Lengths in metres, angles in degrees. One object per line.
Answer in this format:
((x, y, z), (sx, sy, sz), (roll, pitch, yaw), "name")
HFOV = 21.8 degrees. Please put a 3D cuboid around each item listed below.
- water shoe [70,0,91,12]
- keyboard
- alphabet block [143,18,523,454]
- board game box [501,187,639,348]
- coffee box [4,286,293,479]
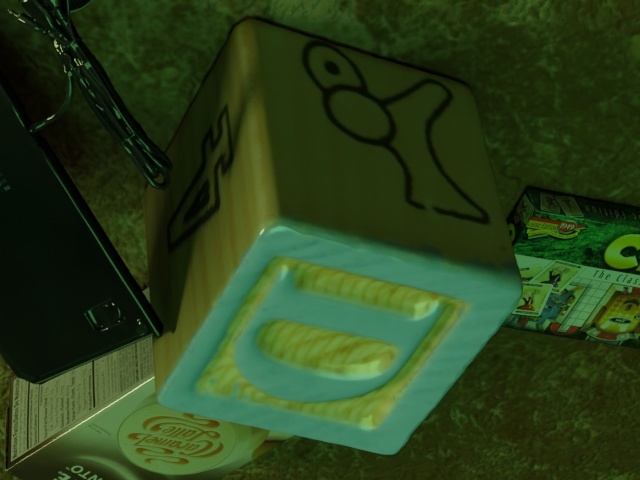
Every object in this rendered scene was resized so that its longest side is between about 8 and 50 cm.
((-0.130, -0.201, 0.975), (0.073, 0.080, 0.203), (15, 133, -22), "water shoe")
((-0.194, -0.065, 1.046), (0.201, 0.033, 0.317), (-23, 109, 26), "keyboard")
((0.000, 0.000, 1.127), (0.192, 0.197, 0.193), (16, 132, -23), "alphabet block")
((0.255, 0.033, 1.327), (0.260, 0.030, 0.136), (9, 132, -18), "board game box")
((-0.112, 0.117, 1.306), (0.246, 0.098, 0.141), (-33, 132, 24), "coffee box")
